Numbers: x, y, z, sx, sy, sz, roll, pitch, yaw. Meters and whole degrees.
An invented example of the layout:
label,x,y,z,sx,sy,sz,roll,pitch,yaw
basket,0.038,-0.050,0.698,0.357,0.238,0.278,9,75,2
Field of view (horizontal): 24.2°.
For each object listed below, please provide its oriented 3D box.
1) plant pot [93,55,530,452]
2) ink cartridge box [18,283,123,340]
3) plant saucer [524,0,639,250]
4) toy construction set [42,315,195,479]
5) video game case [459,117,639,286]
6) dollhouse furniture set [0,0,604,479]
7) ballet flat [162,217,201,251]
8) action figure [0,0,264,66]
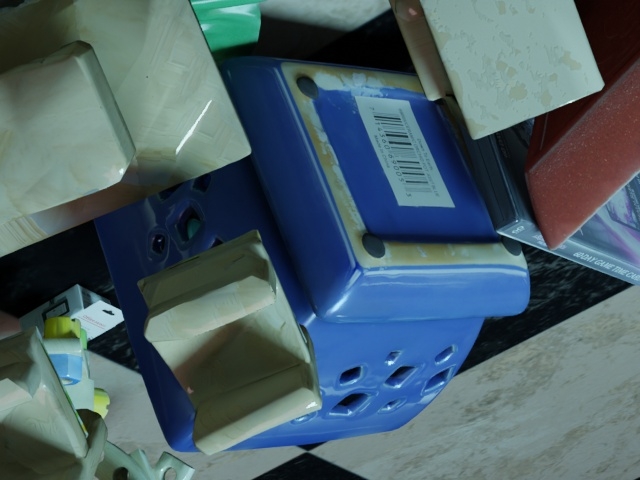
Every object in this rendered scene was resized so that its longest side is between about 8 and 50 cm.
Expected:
label,x,y,z,sx,sy,sz,roll,pitch,yaw
plant pot,0.000,0.000,1.079,0.236,0.236,0.212,1,148,-41
ink cartridge box,-0.213,0.067,1.297,0.083,0.028,0.048,-29,149,17
plant saucer,0.221,-0.158,0.997,0.048,0.258,0.259,27,138,-11
toy construction set,-0.232,0.171,1.310,0.215,0.151,0.327,-11,145,19
video game case,0.190,-0.065,1.149,0.026,0.196,0.274,-31,150,30
dollhouse furniture set,-0.079,-0.099,0.827,0.394,0.362,0.256,-22,-168,3
ballet flat,-0.104,0.043,1.290,0.067,0.073,0.206,-11,150,14
action figure,-0.153,-0.133,0.959,0.232,0.063,0.137,-16,153,-15
